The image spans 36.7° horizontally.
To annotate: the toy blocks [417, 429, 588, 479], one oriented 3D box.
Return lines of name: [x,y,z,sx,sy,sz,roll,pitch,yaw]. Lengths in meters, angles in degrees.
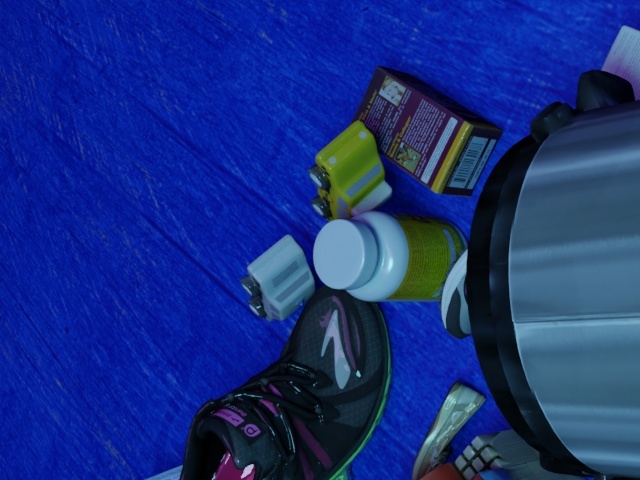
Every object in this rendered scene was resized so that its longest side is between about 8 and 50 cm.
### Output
toy blocks: [0.141,0.362,1.154,0.191,0.260,0.381,52,121,32]

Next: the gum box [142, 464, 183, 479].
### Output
gum box: [-0.202,0.448,1.516,0.157,0.041,0.184,-25,71,20]

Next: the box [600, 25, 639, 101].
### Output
box: [0.372,-0.172,1.079,0.087,0.101,0.102,38,113,38]

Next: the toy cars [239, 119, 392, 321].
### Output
toy cars: [0.000,0.000,1.365,0.087,0.176,0.394,45,124,18]

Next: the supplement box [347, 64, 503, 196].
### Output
supplement box: [0.139,-0.150,1.314,0.188,0.080,0.104,41,115,37]

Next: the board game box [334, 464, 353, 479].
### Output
board game box: [-0.056,0.362,1.434,0.211,0.039,0.160,-15,74,16]

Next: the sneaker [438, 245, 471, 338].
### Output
sneaker: [0.245,0.028,1.192,0.108,0.100,0.271,50,120,28]

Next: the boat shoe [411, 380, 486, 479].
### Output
boat shoe: [0.167,0.261,1.284,0.048,0.056,0.153,26,102,10]

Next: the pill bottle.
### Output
pill bottle: [0.092,0.022,1.259,0.117,0.208,0.118,-4,85,44]

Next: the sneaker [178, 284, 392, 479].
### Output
sneaker: [-0.057,0.260,1.319,0.185,0.202,0.483,19,71,30]

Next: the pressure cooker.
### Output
pressure cooker: [0.338,0.037,0.901,0.420,0.370,0.375,-9,126,46]
